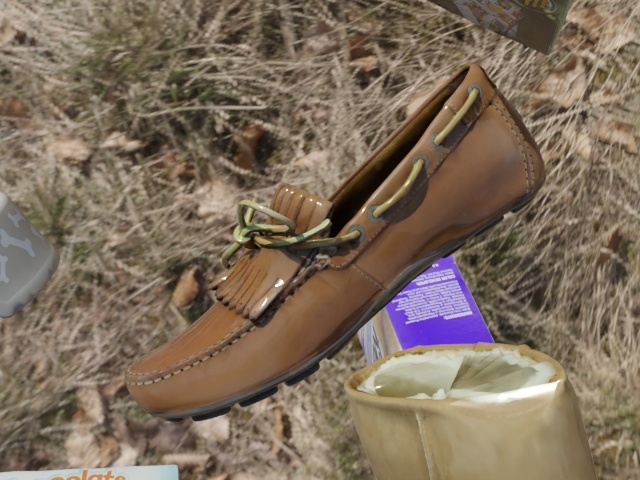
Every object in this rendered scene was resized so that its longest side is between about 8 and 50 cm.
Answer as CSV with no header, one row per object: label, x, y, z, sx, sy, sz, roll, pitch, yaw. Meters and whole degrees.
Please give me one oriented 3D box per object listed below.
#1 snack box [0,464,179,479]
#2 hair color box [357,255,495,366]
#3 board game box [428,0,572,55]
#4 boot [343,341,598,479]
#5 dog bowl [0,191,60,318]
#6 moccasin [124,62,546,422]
snack box,-0.167,0.258,0.568,0.187,0.060,0.322,-1,124,-8
hair color box,0.131,0.160,1.163,0.110,0.339,0.185,-12,135,-10
board game box,0.131,-0.212,0.792,0.136,0.259,0.030,29,89,8
boot,0.120,0.181,0.429,0.236,0.089,0.270,-8,100,53
dog bowl,-0.488,0.056,1.226,0.348,0.349,0.102,-14,113,23
moccasin,0.001,0.001,0.824,0.380,0.139,0.147,-36,106,0
